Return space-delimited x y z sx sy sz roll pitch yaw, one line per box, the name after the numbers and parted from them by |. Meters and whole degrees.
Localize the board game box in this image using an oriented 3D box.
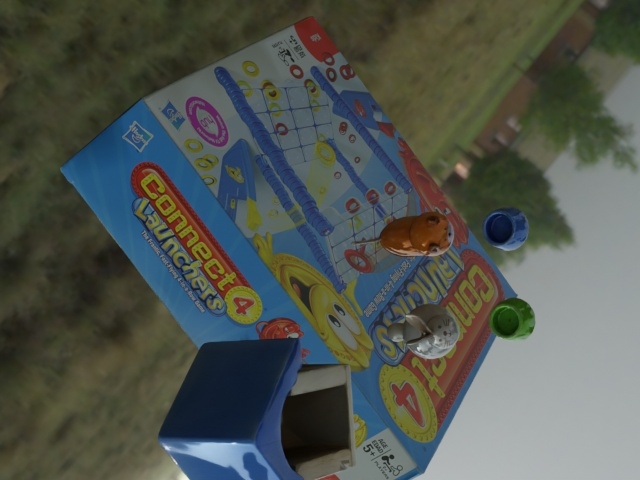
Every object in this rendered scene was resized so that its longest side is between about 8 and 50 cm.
0.000 0.000 0.880 0.086 0.302 0.308 -35 -175 29 | board game box

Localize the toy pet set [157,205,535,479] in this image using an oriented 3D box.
0.008 0.053 0.389 0.114 0.122 0.065 -5 178 34 | toy pet set
